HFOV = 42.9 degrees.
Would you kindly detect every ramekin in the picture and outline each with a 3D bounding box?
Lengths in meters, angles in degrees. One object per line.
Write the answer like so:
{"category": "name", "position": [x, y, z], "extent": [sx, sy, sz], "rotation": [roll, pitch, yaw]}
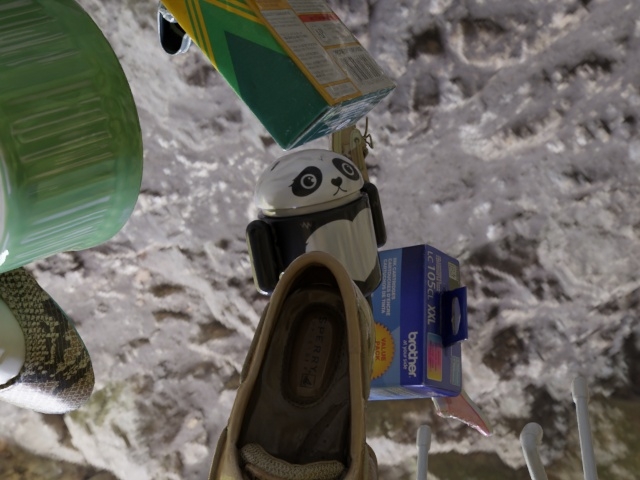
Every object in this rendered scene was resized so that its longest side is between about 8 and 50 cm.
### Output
{"category": "ramekin", "position": [-0.340, -0.109, 0.827], "extent": [0.148, 0.303, 0.303], "rotation": [-32, 166, -48]}

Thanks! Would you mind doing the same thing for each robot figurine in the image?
{"category": "robot figurine", "position": [0.000, 0.001, 1.227], "extent": [0.174, 0.278, 0.209], "rotation": [-8, -166, 14]}

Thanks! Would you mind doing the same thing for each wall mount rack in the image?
{"category": "wall mount rack", "position": [0.166, 0.245, 0.838], "extent": [0.350, 0.130, 0.304], "rotation": [-23, 167, 24]}

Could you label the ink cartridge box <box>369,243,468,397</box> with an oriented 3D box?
{"category": "ink cartridge box", "position": [0.122, 0.165, 1.575], "extent": [0.396, 0.270, 0.151], "rotation": [-10, 159, 34]}

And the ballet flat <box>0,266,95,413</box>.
{"category": "ballet flat", "position": [-0.453, 0.033, 0.942], "extent": [0.164, 0.482, 0.182], "rotation": [-30, -171, 13]}

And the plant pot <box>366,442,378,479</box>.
{"category": "plant pot", "position": [0.030, 0.487, 1.523], "extent": [0.237, 0.110, 0.237], "rotation": [-17, 122, -30]}

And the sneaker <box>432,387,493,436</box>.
{"category": "sneaker", "position": [0.264, 0.330, 1.552], "extent": [0.070, 0.134, 0.051], "rotation": [-35, 166, -11]}

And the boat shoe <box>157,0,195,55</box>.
{"category": "boat shoe", "position": [-0.276, -0.471, 1.661], "extent": [0.099, 0.116, 0.319], "rotation": [-54, -174, -17]}

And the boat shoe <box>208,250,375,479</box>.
{"category": "boat shoe", "position": [-0.028, 0.175, 0.556], "extent": [0.122, 0.341, 0.110], "rotation": [3, 158, 6]}

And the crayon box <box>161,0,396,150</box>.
{"category": "crayon box", "position": [-0.073, -0.262, 0.922], "extent": [0.083, 0.323, 0.203], "rotation": [-40, 177, 28]}

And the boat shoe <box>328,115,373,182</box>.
{"category": "boat shoe", "position": [0.064, -0.136, 1.578], "extent": [0.089, 0.285, 0.104], "rotation": [-3, 171, -3]}
